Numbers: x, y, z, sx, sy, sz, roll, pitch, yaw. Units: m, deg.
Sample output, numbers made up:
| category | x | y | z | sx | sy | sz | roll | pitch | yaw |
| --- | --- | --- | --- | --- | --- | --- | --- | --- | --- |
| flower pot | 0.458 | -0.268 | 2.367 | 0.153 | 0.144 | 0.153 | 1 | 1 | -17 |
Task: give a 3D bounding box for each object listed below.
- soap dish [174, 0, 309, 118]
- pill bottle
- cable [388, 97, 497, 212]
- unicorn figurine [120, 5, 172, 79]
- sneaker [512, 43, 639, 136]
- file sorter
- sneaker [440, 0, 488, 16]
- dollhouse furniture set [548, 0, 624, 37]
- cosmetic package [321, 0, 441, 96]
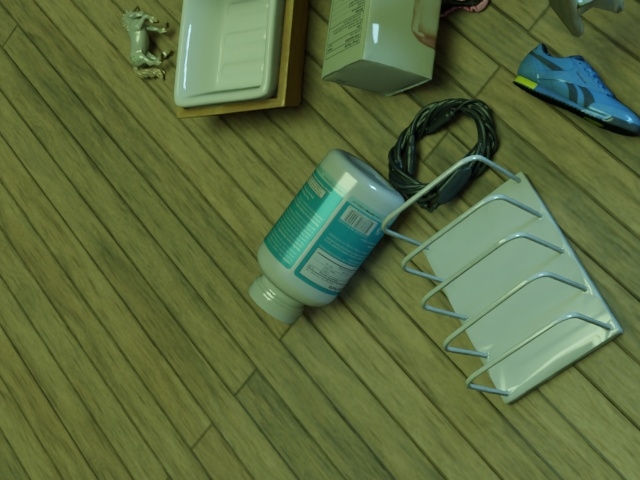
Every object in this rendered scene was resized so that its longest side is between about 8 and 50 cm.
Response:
| category | x | y | z | sx | sy | sz | roll | pitch | yaw |
| --- | --- | --- | --- | --- | --- | --- | --- | --- | --- |
| soap dish | -0.128 | -0.350 | 1.866 | 0.228 | 0.118 | 0.291 | -2 | 78 | 33 |
| pill bottle | 0.000 | 0.000 | 1.681 | 0.264 | 0.146 | 0.146 | -52 | 57 | 12 |
| cable | 0.186 | -0.141 | 1.657 | 0.184 | 0.047 | 0.150 | -51 | 50 | 12 |
| unicorn figurine | -0.333 | -0.383 | 2.046 | 0.111 | 0.060 | 0.162 | -1 | 78 | 33 |
| sneaker | 0.370 | -0.216 | 1.531 | 0.209 | 0.069 | 0.082 | 35 | 95 | 35 |
| file sorter | 0.238 | 0.053 | 1.494 | 0.192 | 0.173 | 0.278 | -38 | 61 | 22 |
| sneaker | 0.199 | -0.379 | 1.690 | 0.119 | 0.057 | 0.047 | -4 | 79 | 35 |
| dollhouse furniture set | 0.371 | -0.547 | 1.397 | 0.362 | 0.256 | 0.394 | -31 | 61 | 7 |
| cosmetic package | 0.104 | -0.390 | 1.683 | 0.153 | 0.129 | 0.296 | -5 | 74 | 64 |
